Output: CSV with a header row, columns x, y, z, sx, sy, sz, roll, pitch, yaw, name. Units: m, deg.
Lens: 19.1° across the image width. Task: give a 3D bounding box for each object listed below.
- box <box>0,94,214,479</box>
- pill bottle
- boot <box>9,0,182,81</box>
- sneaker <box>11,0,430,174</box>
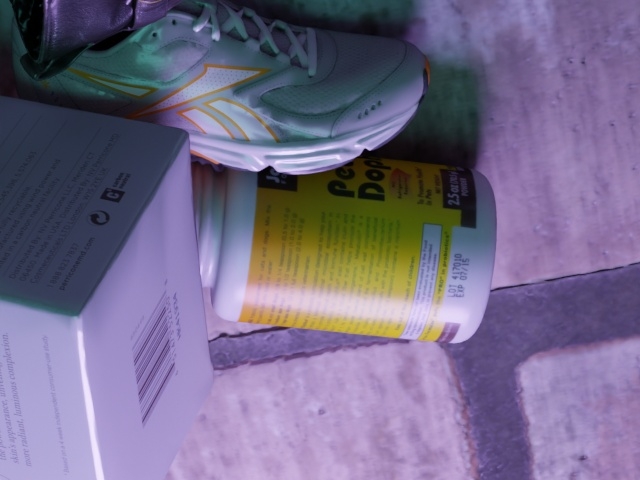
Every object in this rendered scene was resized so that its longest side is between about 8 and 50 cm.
x,y,z,sx,sy,sz,roll,pitch,yaw,name
-0.259,0.033,1.163,0.345,0.168,0.215,11,133,14,box
0.000,0.000,1.241,0.215,0.117,0.117,6,131,-7,pill bottle
-0.065,-0.209,1.010,0.229,0.091,0.263,-18,139,-25,boot
-0.065,-0.112,1.158,0.262,0.099,0.121,-4,127,1,sneaker
